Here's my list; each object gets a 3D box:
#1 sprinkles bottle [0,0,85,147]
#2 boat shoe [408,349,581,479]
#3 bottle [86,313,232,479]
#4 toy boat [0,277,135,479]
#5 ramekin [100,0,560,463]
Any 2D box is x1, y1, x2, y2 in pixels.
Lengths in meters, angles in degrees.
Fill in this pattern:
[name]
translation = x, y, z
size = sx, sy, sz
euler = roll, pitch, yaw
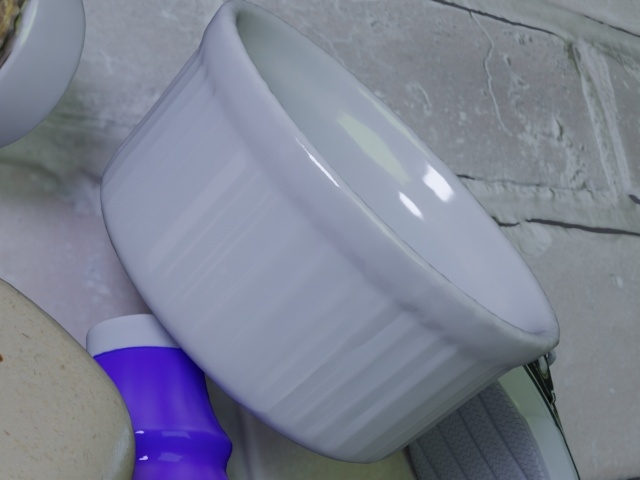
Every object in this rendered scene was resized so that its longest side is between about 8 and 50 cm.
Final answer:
[sprinkles bottle]
translation = -0.257, -0.159, 0.596
size = 0.355, 0.121, 0.121
euler = 36, 44, -56
[boat shoe]
translation = 0.119, 0.086, 0.962
size = 0.119, 0.121, 0.335
euler = -18, 82, -46
[bottle]
translation = -0.089, 0.181, 0.704
size = 0.118, 0.092, 0.283
euler = 14, 60, -37
[toy boat]
translation = -0.149, 0.159, 0.559
size = 0.318, 0.148, 0.267
euler = 44, 25, 6
[ramekin]
translation = 0.000, 0.000, 0.793
size = 0.277, 0.135, 0.277
euler = 43, 15, -15
